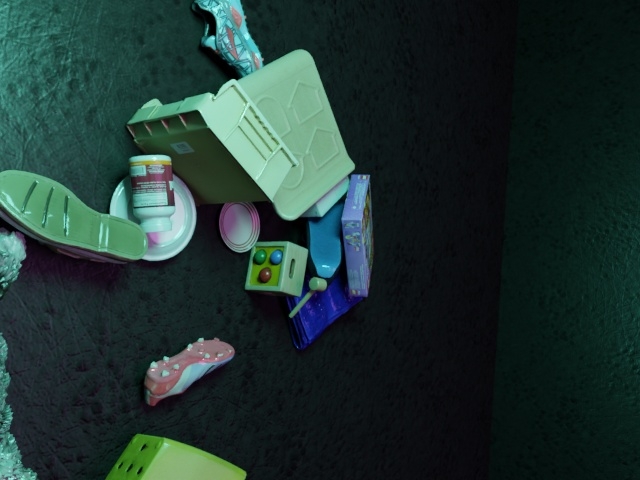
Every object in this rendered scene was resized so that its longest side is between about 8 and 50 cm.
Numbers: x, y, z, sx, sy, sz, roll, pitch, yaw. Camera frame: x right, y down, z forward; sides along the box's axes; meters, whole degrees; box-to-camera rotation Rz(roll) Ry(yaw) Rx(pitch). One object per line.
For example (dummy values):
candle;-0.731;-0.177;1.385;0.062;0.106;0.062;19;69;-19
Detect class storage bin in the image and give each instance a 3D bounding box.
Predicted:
storage bin;-0.235;-0.201;1.250;0.260;0.262;0.123;51;54;-38

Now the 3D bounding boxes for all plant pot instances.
plant pot;-0.320;0.510;1.181;0.187;0.212;0.212;47;53;-24

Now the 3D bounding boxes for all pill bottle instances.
pill bottle;-0.340;-0.093;1.184;0.086;0.086;0.152;-9;96;-52

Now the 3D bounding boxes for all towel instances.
towel;0.010;0.146;1.699;0.308;0.076;0.228;-35;117;-47

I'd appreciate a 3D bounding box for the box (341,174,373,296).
box;0.112;-0.011;1.662;0.201;0.057;0.294;-75;163;-46

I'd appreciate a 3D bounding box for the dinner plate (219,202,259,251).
dinner plate;-0.207;-0.041;1.476;0.141;0.017;0.141;1;89;-52

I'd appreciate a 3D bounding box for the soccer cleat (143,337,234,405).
soccer cleat;-0.296;0.292;1.319;0.248;0.083;0.095;-14;130;-56

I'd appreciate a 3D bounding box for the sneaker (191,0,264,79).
sneaker;-0.233;-0.473;1.416;0.125;0.104;0.262;-31;110;-29

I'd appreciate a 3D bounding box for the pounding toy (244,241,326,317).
pounding toy;-0.090;0.098;1.468;0.094;0.205;0.181;23;71;-49

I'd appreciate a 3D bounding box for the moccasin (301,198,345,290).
moccasin;0.000;0.000;1.637;0.342;0.137;0.117;-76;179;-50

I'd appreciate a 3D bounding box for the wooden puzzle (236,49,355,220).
wooden puzzle;-0.079;-0.268;1.471;0.322;0.080;0.348;-43;116;-41

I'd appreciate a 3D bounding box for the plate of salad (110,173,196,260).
plate of salad;-0.360;-0.056;1.256;0.199;0.048;0.200;1;89;-42

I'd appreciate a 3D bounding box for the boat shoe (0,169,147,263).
boat shoe;-0.469;-0.022;1.066;0.302;0.103;0.113;34;48;-45

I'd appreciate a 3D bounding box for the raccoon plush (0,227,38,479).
raccoon plush;-0.518;0.237;0.939;0.447;0.216;0.299;-62;141;-32

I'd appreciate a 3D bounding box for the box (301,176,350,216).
box;-0.018;-0.144;1.628;0.170;0.130;0.091;-47;125;-42
